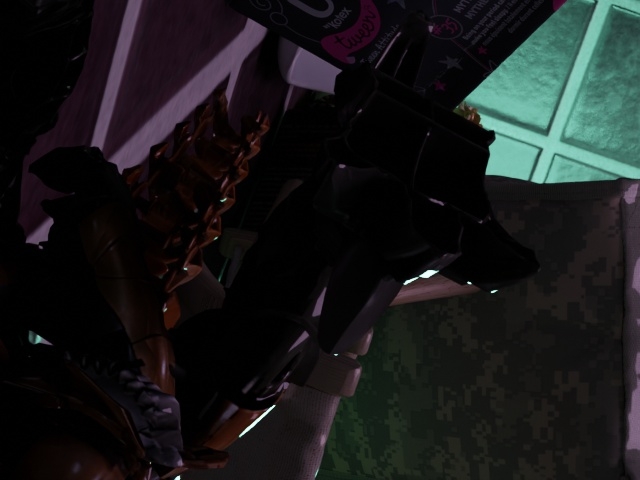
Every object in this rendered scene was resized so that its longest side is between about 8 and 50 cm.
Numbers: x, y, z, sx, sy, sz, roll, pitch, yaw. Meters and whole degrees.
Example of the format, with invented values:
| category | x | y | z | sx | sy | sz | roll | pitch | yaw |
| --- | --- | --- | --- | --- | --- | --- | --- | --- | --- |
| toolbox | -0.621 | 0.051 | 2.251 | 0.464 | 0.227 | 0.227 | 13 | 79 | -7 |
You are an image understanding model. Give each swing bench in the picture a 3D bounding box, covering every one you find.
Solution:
| category | x | y | z | sx | sy | sz | roll | pitch | yaw |
| --- | --- | --- | --- | --- | --- | --- | --- | --- | --- |
| swing bench | -0.040 | 0.124 | 1.023 | 0.254 | 0.165 | 0.253 | -27 | 139 | -63 |

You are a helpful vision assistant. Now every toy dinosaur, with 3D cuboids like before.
| category | x | y | z | sx | sy | sz | roll | pitch | yaw |
| --- | --- | --- | --- | --- | --- | --- | --- | --- | --- |
| toy dinosaur | -0.077 | 0.017 | 0.433 | 0.218 | 0.164 | 0.322 | -56 | -158 | 28 |

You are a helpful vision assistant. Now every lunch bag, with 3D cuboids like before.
| category | x | y | z | sx | sy | sz | roll | pitch | yaw |
| --- | --- | --- | --- | --- | --- | --- | --- | --- | --- |
| lunch bag | 0.130 | 0.071 | 1.166 | 0.287 | 0.169 | 0.235 | 3 | -88 | 50 |

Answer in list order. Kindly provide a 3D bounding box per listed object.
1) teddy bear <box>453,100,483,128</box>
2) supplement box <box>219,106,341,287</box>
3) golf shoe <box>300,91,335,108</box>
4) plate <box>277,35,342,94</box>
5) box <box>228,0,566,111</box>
| category | x | y | z | sx | sy | sz | roll | pitch | yaw |
| --- | --- | --- | --- | --- | --- | --- | --- | --- | --- |
| teddy bear | 0.071 | 0.021 | 1.494 | 0.245 | 0.113 | 0.338 | -65 | 179 | -59 |
| supplement box | 0.000 | 0.000 | 1.292 | 0.080 | 0.104 | 0.188 | 4 | -112 | 49 |
| golf shoe | 0.014 | -0.095 | 1.416 | 0.094 | 0.077 | 0.198 | 104 | 5 | -55 |
| plate | 0.063 | -0.232 | 1.172 | 0.278 | 0.045 | 0.277 | -61 | 165 | 8 |
| box | 0.078 | -0.205 | 0.819 | 0.247 | 0.142 | 0.163 | -43 | -159 | 55 |
